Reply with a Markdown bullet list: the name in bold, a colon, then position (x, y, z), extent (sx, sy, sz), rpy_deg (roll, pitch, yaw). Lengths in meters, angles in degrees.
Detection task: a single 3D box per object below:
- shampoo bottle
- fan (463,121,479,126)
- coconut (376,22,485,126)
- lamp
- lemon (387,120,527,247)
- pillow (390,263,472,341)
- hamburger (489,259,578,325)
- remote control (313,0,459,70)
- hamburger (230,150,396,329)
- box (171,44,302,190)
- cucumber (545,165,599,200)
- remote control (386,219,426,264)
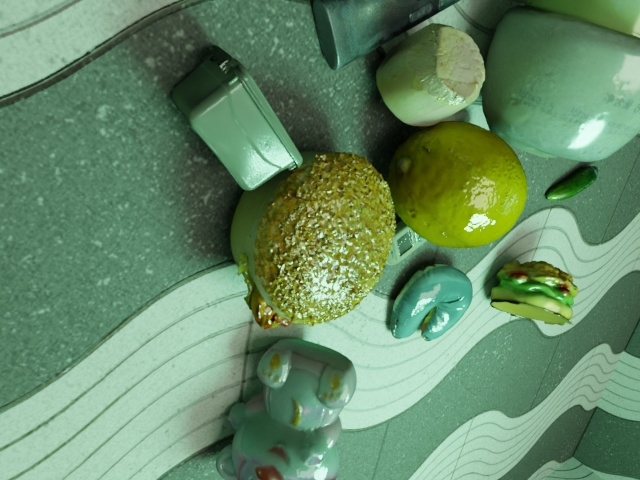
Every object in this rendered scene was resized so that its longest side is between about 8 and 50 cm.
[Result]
- **shampoo bottle**: position (0.467, -0.313, 0.901), extent (0.322, 0.322, 0.318), rpy_deg (-7, 124, -39)
- **fan**: position (0.313, -0.186, 1.045), extent (0.082, 0.039, 0.155), rpy_deg (-53, 138, -4)
- **coconut**: position (0.172, -0.262, 0.803), extent (0.147, 0.152, 0.147), rpy_deg (3, 83, -27)
- **lamp**: position (-0.050, 0.346, 0.946), extent (0.247, 0.247, 0.301), rpy_deg (-12, 118, -83)
- **lemon**: position (0.249, -0.099, 0.902), extent (0.263, 0.236, 0.236), rpy_deg (-15, 123, -40)
- **pillow**: position (0.265, 0.154, 1.173), extent (0.233, 0.086, 0.214), rpy_deg (10, 112, -42)
- **hamburger**: position (0.589, 0.133, 1.353), extent (0.237, 0.237, 0.149), rpy_deg (30, 75, -46)
- **remote control**: position (0.151, -0.397, 0.778), extent (0.377, 0.044, 0.107), rpy_deg (-35, 136, -20)
- **hamburger**: position (0.000, 0.000, 0.778), extent (0.276, 0.179, 0.294), rpy_deg (1, 113, -44)
- **box**: position (-0.112, -0.150, 0.644), extent (0.092, 0.124, 0.172), rpy_deg (-39, 133, -3)
- **cucumber**: position (0.738, -0.166, 1.418), extent (0.250, 0.056, 0.056), rpy_deg (-29, 130, -25)
- **remote control**: position (0.204, -0.029, 1.042), extent (0.221, 0.042, 0.078), rpy_deg (-35, 133, -19)
